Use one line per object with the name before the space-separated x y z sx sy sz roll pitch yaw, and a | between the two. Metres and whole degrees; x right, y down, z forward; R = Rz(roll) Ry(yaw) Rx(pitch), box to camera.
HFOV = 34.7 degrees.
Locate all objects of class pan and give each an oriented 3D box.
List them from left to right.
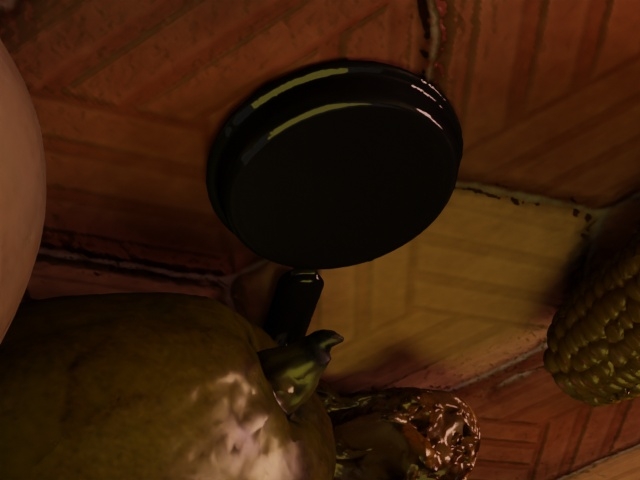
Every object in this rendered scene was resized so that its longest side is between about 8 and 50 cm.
pan | 0.000 0.000 0.565 0.136 0.028 0.235 0 140 -15

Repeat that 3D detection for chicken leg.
chicken leg | 0.012 0.137 0.696 0.207 0.085 0.101 5 173 -11

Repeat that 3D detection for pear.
pear | -0.135 0.164 0.550 0.375 0.287 0.287 -40 137 6

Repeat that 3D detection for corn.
corn | 0.226 0.004 0.585 0.101 0.101 0.292 10 138 -26

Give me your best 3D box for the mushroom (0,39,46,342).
mushroom | -0.245 -0.028 0.295 0.292 0.292 0.290 -18 124 6
